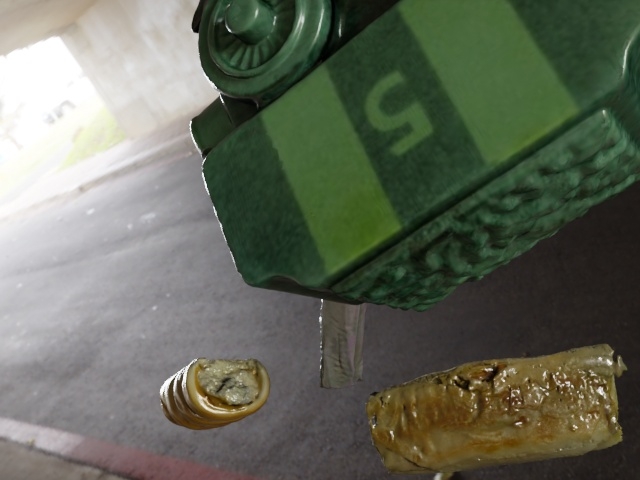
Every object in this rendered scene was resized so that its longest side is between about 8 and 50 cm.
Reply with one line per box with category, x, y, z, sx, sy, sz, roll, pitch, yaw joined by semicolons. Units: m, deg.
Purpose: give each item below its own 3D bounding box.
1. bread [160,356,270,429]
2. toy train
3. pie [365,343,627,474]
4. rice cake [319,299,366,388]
bread;-0.145;0.209;1.017;0.119;0.084;0.177;1;-21;-32
toy train;0.061;-0.096;0.450;0.299;0.238;0.167;-34;-26;24
pie;0.195;0.188;0.826;0.282;0.129;0.068;-11;6;9
rice cake;0.030;0.069;0.862;0.055;0.270;0.049;12;32;18
